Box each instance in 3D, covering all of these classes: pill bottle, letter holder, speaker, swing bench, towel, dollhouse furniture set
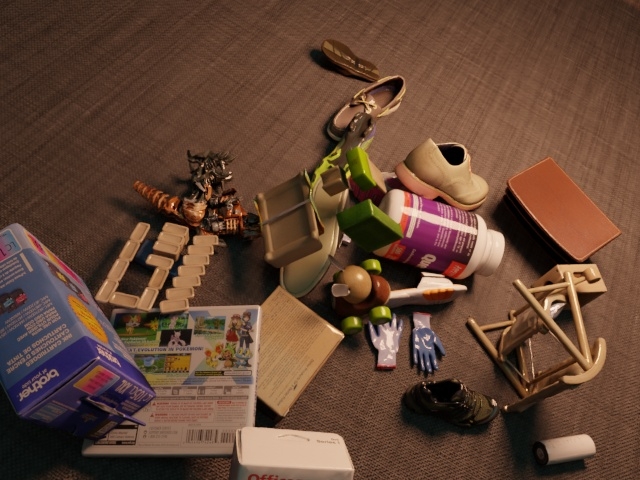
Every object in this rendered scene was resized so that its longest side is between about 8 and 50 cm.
[{"bbox_3d":[0.304,-0.007,1.403,0.323,0.181,0.181,17,57,-5],"label":"pill bottle"},{"bbox_3d":[0.664,-0.058,1.559,0.214,0.152,0.302,-27,70,-26],"label":"letter holder"},{"bbox_3d":[0.573,0.490,1.254,0.136,0.055,0.055,-2,60,-17],"label":"speaker"},{"bbox_3d":[0.512,0.247,1.266,0.165,0.253,0.254,-7,62,-20],"label":"swing bench"},{"bbox_3d":[-0.374,0.048,1.266,0.119,0.029,0.067,26,55,-1],"label":"towel"},{"bbox_3d":[0.012,-0.057,1.267,0.151,0.301,0.197,32,40,-52],"label":"dollhouse furniture set"}]

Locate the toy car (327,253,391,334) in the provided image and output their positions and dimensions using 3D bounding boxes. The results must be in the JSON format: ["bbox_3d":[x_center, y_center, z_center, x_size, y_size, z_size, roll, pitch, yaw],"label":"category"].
[{"bbox_3d":[0.064,0.110,1.240,0.149,0.188,0.155,-23,57,22],"label":"toy car"}]

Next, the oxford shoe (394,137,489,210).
[{"bbox_3d":[0.379,-0.183,1.485,0.397,0.146,0.140,3,44,-47],"label":"oxford shoe"}]

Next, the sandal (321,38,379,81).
[{"bbox_3d":[0.094,-0.585,1.772,0.219,0.060,0.090,22,61,-20],"label":"sandal"}]

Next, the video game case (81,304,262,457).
[{"bbox_3d":[-0.289,0.278,1.079,0.329,0.036,0.300,-2,61,6],"label":"video game case"}]

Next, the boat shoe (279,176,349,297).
[{"bbox_3d":[-0.004,-0.001,1.350,0.127,0.113,0.340,7,68,17],"label":"boat shoe"}]

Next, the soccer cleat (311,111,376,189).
[{"bbox_3d":[0.072,-0.234,1.527,0.093,0.121,0.289,29,76,13],"label":"soccer cleat"}]

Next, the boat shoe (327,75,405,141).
[{"bbox_3d":[0.147,-0.414,1.655,0.324,0.097,0.116,-37,75,-31],"label":"boat shoe"}]

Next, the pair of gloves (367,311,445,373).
[{"bbox_3d":[0.212,0.247,1.319,0.198,0.023,0.159,7,60,-11],"label":"pair of gloves"}]

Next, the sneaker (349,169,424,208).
[{"bbox_3d":[0.202,-0.147,1.516,0.252,0.103,0.111,21,52,-10],"label":"sneaker"}]

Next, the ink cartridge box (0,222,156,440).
[{"bbox_3d":[-0.464,0.195,0.967,0.151,0.270,0.395,-36,65,-13],"label":"ink cartridge box"}]

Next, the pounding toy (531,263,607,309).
[{"bbox_3d":[0.658,0.105,1.421,0.181,0.206,0.094,0,60,-16],"label":"pounding toy"}]

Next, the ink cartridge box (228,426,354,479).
[{"bbox_3d":[-0.068,0.492,0.947,0.201,0.117,0.278,8,97,-11],"label":"ink cartridge box"}]

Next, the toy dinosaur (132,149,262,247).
[{"bbox_3d":[-0.287,-0.101,1.319,0.322,0.164,0.218,21,71,-29],"label":"toy dinosaur"}]

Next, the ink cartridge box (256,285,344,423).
[{"bbox_3d":[-0.094,0.249,1.188,0.193,0.088,0.234,37,58,8],"label":"ink cartridge box"}]

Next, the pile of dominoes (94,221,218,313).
[{"bbox_3d":[-0.355,0.066,1.200,0.196,0.040,0.251,13,48,1],"label":"pile of dominoes"}]

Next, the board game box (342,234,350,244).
[{"bbox_3d":[0.048,-0.041,1.447,0.090,0.020,0.090,22,56,-2],"label":"board game box"}]

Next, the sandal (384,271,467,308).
[{"bbox_3d":[0.247,0.118,1.359,0.265,0.102,0.076,-3,63,-15],"label":"sandal"}]

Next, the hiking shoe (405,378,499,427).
[{"bbox_3d":[0.315,0.369,1.218,0.227,0.114,0.086,11,58,-10],"label":"hiking shoe"}]
